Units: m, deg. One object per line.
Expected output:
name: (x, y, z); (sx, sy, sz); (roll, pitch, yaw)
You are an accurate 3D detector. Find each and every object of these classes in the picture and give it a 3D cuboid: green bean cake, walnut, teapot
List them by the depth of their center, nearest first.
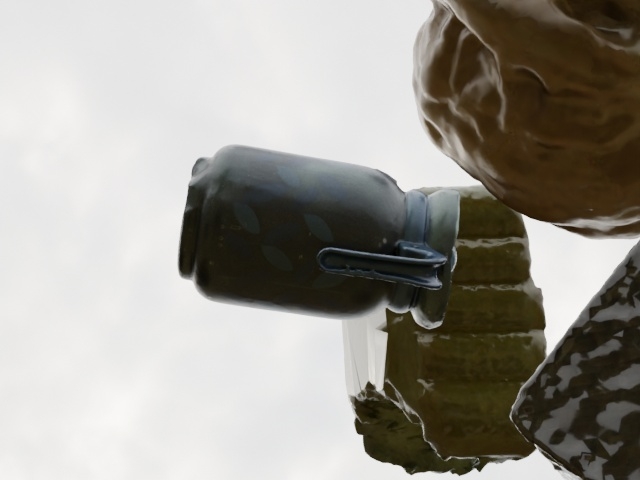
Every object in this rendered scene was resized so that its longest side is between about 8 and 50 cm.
teapot: (0.001, -0.004, 0.360); (0.083, 0.049, 0.063); (8, -22, 0)
walnut: (0.171, -0.126, 0.805); (0.257, 0.257, 0.224); (23, -73, -5)
green bean cake: (0.096, 0.084, 1.018); (0.124, 0.233, 0.236); (-2, -15, -10)

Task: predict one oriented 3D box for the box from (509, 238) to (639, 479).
box: (0.241, 0.098, 0.469); (0.273, 0.184, 0.143); (30, -15, 41)
